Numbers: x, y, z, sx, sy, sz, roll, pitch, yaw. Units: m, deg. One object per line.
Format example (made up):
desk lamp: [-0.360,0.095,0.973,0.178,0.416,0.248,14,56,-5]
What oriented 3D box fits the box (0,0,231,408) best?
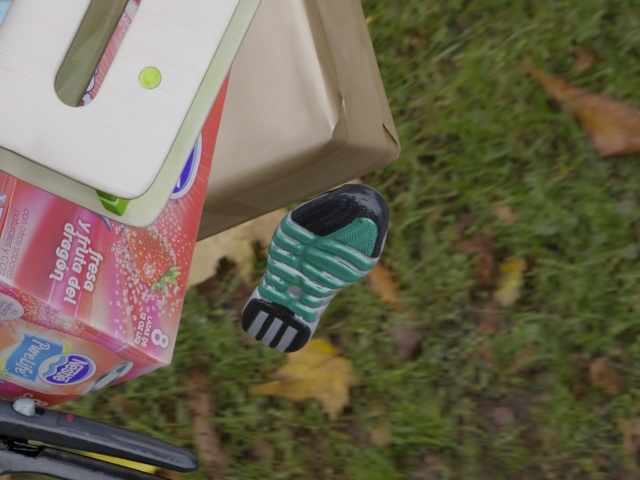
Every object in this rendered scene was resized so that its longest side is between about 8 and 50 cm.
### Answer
box: [-0.170,-0.058,1.303,0.142,0.154,0.300,31,54,-33]

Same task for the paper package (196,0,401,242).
paper package: [-0.126,-0.169,1.927,0.325,0.168,0.309,-21,77,22]

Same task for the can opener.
can opener: [-0.169,0.130,1.269,0.186,0.073,0.059,11,121,-5]

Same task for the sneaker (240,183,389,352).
sneaker: [0.000,0.000,1.651,0.083,0.224,0.098,31,50,-7]

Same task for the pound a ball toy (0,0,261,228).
pound a ball toy: [-0.087,-0.184,1.036,0.135,0.208,0.319,24,83,1]
